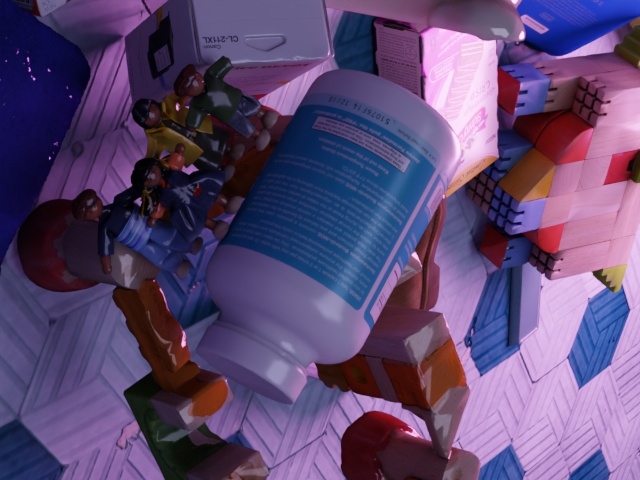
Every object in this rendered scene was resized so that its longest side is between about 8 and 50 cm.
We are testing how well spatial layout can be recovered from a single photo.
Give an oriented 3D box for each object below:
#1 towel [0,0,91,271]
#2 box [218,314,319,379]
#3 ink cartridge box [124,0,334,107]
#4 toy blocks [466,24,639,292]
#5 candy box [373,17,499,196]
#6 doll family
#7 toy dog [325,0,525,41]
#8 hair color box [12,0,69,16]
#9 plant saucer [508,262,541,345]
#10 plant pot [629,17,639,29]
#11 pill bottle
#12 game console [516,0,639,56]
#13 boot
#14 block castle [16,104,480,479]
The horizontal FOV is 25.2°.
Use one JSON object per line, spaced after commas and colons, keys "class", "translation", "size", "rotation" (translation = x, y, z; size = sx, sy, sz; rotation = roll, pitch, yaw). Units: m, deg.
{"class": "towel", "translation": [-0.317, -0.053, 1.142], "size": [0.308, 0.076, 0.227], "rotation": [-66, 152, -7]}
{"class": "box", "translation": [-0.002, 0.126, 1.657], "size": [0.324, 0.067, 0.063], "rotation": [25, 86, -54]}
{"class": "ink cartridge box", "translation": [-0.083, -0.171, 1.261], "size": [0.127, 0.175, 0.072], "rotation": [-6, 85, -26]}
{"class": "toy blocks", "translation": [0.314, -0.091, 1.879], "size": [0.260, 0.191, 0.381], "rotation": [-11, 128, -30]}
{"class": "candy box", "translation": [0.141, -0.174, 1.694], "size": [0.159, 0.071, 0.233], "rotation": [-36, 134, -39]}
{"class": "doll family", "translation": [-0.122, -0.058, 1.155], "size": [0.111, 0.076, 0.193], "rotation": [29, 76, -33]}
{"class": "toy dog", "translation": [0.120, -0.415, 1.369], "size": [0.395, 0.284, 0.408], "rotation": [-24, 127, -66]}
{"class": "hair color box", "translation": [-0.228, -0.278, 1.158], "size": [0.093, 0.053, 0.167], "rotation": [-40, 137, -37]}
{"class": "plant saucer", "translation": [0.300, 0.062, 2.076], "size": [0.067, 0.018, 0.192], "rotation": [-31, 131, -42]}
{"class": "plant pot", "translation": [0.540, -0.350, 2.013], "size": [0.293, 0.274, 0.275], "rotation": [31, 81, -40]}
{"class": "pill bottle", "translation": [0.000, 0.000, 1.191], "size": [0.264, 0.146, 0.146], "rotation": [-60, 144, -16]}
{"class": "game console", "translation": [0.319, -0.386, 1.795], "size": [0.293, 0.250, 0.173], "rotation": [16, 54, -55]}
{"class": "boot", "translation": [0.070, -0.014, 1.659], "size": [0.115, 0.112, 0.305], "rotation": [-30, 132, -29]}
{"class": "block castle", "translation": [-0.062, 0.114, 1.375], "size": [0.303, 0.213, 0.453], "rotation": [-34, 111, -28]}
